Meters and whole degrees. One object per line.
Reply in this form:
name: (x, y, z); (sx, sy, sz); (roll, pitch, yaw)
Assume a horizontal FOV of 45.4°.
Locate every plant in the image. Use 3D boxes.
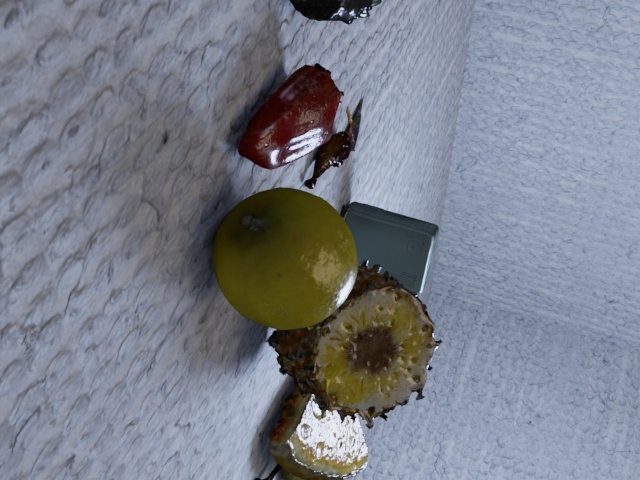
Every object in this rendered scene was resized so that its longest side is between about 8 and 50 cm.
plant: (0.029, -0.449, 1.334); (0.194, 0.132, 0.129); (-36, 143, -58)

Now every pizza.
pizza: (0.002, 0.440, 2.070); (0.440, 0.130, 0.406); (34, 55, -53)

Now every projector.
projector: (0.177, 0.018, 2.061); (0.099, 0.256, 0.192); (-46, 148, -60)

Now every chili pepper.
chili pepper: (-0.068, -0.193, 1.326); (0.144, 0.136, 0.252); (-26, -166, 46)

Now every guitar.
guitar: (-0.137, 0.612, 1.953); (0.271, 0.038, 0.084); (-46, 149, -55)

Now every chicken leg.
chicken leg: (0.023, -0.187, 1.715); (0.219, 0.048, 0.090); (-50, 149, -56)

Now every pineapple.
pineapple: (0.053, 0.200, 1.637); (0.352, 0.300, 0.353); (-7, 104, -29)

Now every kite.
kite: (0.076, -0.275, 1.889); (0.159, 0.010, 0.190); (81, 27, -53)

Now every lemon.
lemon: (-0.066, 0.020, 1.271); (0.241, 0.240, 0.219); (-68, 151, -22)

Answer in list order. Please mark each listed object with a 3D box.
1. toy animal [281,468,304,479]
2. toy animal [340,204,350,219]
toy animal: (-0.074, 0.644, 2.146); (0.101, 0.103, 0.219); (-42, 151, -29)
toy animal: (0.000, 0.000, 1.757); (0.233, 0.084, 0.148); (-54, 156, -59)
